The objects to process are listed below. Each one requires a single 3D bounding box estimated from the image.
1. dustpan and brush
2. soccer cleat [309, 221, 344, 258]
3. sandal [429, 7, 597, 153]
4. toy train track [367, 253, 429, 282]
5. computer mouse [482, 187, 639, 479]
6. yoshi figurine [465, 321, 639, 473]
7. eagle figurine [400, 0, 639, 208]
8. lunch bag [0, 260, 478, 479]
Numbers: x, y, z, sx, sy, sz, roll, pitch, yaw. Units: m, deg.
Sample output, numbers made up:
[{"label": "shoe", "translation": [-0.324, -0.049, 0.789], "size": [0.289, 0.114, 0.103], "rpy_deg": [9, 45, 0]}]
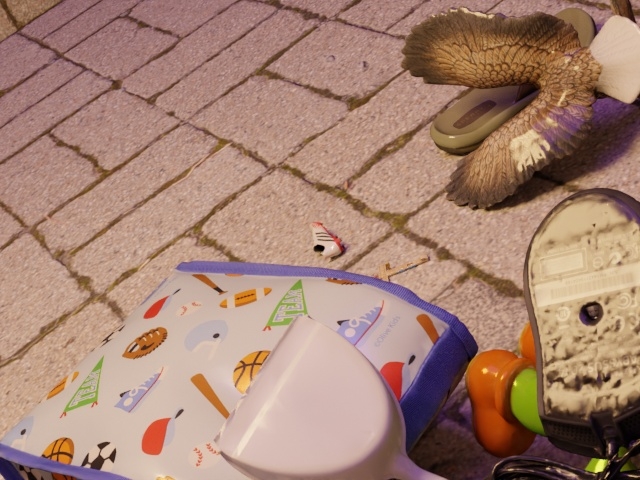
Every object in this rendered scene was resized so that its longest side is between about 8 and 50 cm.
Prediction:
[{"label": "dustpan and brush", "translation": [0.038, 0.170, 1.013], "size": [0.211, 0.060, 0.147], "rpy_deg": [25, 65, 20]}, {"label": "soccer cleat", "translation": [0.000, 0.000, 1.617], "size": [0.036, 0.029, 0.083], "rpy_deg": [-32, 36, -14]}, {"label": "sandal", "translation": [0.270, -0.234, 1.688], "size": [0.303, 0.086, 0.120], "rpy_deg": [-40, 33, -19]}, {"label": "toy train track", "translation": [0.093, 0.033, 1.510], "size": [0.083, 0.014, 0.048], "rpy_deg": [-22, 32, 9]}, {"label": "computer mouse", "translation": [0.222, 0.093, 0.963], "size": [0.188, 0.072, 0.272], "rpy_deg": [-11, 65, 36]}, {"label": "yoshi figurine", "translation": [0.313, 0.157, 1.045], "size": [0.362, 0.203, 0.203], "rpy_deg": [-4, 67, 51]}, {"label": "eagle figurine", "translation": [0.272, -0.188, 1.538], "size": [0.298, 0.225, 0.226], "rpy_deg": [-16, 42, 0]}, {"label": "lunch bag", "translation": [-0.068, 0.195, 1.193], "size": [0.385, 0.239, 0.328], "rpy_deg": [-3, 37, 45]}]
